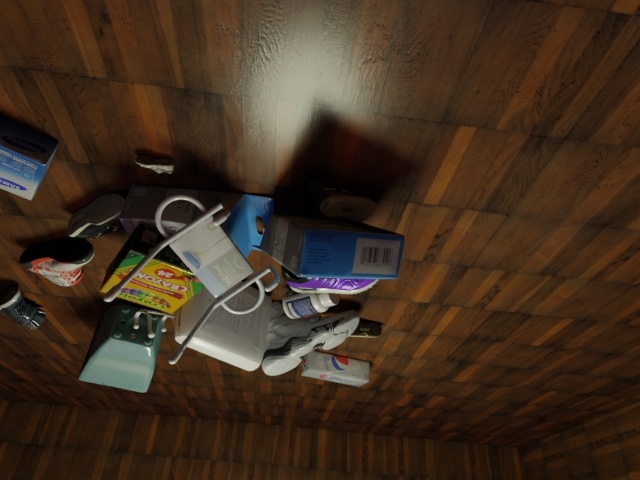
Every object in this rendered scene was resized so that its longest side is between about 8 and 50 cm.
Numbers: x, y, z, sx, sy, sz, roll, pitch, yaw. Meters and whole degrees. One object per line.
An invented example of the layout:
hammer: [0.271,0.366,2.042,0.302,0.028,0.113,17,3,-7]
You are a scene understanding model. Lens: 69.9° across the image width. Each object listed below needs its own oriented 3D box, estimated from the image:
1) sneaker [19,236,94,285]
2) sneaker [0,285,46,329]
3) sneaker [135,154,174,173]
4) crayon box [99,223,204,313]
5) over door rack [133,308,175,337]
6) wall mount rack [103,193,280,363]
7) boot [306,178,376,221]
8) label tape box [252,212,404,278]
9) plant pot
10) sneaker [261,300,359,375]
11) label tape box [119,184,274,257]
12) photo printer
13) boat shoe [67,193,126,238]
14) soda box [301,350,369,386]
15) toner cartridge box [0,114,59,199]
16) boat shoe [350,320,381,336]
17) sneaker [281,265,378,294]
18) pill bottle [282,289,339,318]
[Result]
sneaker: [-0.741,0.068,1.364,0.270,0.090,0.145,-6,146,20]
sneaker: [-1.063,0.245,1.645,0.226,0.086,0.163,-18,130,44]
sneaker: [-0.372,-0.166,1.027,0.083,0.032,0.037,9,145,-6]
crayon box: [-0.428,0.094,1.176,0.202,0.081,0.318,24,142,-27]
over door rack: [-0.448,0.286,1.558,0.324,0.108,0.239,-13,158,36]
wall mount rack: [-0.273,0.086,1.012,0.304,0.130,0.350,-35,117,-4]
boot: [0.053,-0.098,1.059,0.190,0.086,0.069,6,131,-52]
label tape box: [0.000,0.000,1.081,0.240,0.106,0.333,4,-171,-26]
plant pot: [-0.704,0.371,1.684,0.247,0.247,0.252,20,132,-22]
sneaker: [-0.062,0.287,1.564,0.365,0.210,0.137,-27,146,-9]
label tape box: [-0.295,-0.011,1.176,0.347,0.115,0.249,6,146,0]
photo printer: [-0.298,0.233,1.404,0.107,0.256,0.307,-21,139,36]
boat shoe: [-0.555,-0.057,1.174,0.233,0.084,0.079,-18,150,32]
soda box: [0.067,0.555,1.980,0.286,0.091,0.098,16,145,-16]
toner cartridge box: [-0.758,-0.222,0.951,0.347,0.075,0.165,26,141,-29]
boat shoe: [0.124,0.322,1.663,0.190,0.068,0.072,17,159,-16]
sneaker: [0.022,0.081,1.274,0.293,0.102,0.146,-9,148,18]
pill bottle: [-0.028,0.188,1.451,0.169,0.094,0.094,-18,140,30]
